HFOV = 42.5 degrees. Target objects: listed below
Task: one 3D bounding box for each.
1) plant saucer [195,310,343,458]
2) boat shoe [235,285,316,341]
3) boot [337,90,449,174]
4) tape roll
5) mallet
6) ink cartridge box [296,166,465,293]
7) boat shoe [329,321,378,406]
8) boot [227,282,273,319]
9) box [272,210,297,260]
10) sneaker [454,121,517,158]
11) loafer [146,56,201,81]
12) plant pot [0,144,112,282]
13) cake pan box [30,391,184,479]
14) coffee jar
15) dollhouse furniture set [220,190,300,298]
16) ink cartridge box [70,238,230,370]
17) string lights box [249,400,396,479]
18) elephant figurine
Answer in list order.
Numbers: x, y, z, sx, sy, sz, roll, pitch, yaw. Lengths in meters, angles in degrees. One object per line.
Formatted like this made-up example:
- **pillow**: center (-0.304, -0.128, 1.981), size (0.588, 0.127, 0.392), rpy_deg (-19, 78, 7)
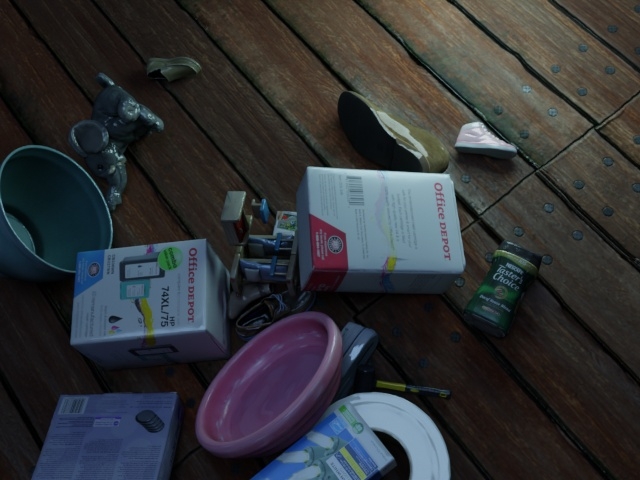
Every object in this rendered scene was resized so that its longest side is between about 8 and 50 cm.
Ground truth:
- **plant saucer**: center (-0.084, 0.279, 1.539), size (0.332, 0.084, 0.332), rpy_deg (-33, 24, 17)
- **boat shoe**: center (-0.091, 0.145, 1.689), size (0.183, 0.066, 0.066), rpy_deg (-34, 64, -6)
- **boot**: center (0.157, -0.232, 1.820), size (0.115, 0.112, 0.305), rpy_deg (-23, 55, -35)
- **tape roll**: center (0.099, 0.429, 1.512), size (0.286, 0.100, 0.286), rpy_deg (-3, 65, 7)
- **mallet**: center (0.158, 0.276, 1.597), size (0.189, 0.039, 0.063), rpy_deg (1, 102, 6)
- **ink cartridge box**: center (0.112, -0.016, 1.642), size (0.306, 0.131, 0.226), rpy_deg (3, 65, -14)
- **boat shoe**: center (0.026, 0.260, 1.622), size (0.075, 0.083, 0.226), rpy_deg (25, 60, 31)
- **boot**: center (-0.142, 0.113, 1.709), size (0.086, 0.042, 0.119), rpy_deg (-13, 37, 20)
- **box**: center (0.000, 0.000, 1.756), size (0.206, 0.036, 0.114), rpy_deg (5, 67, 12)
- **sneaker**: center (0.363, -0.221, 1.786), size (0.134, 0.051, 0.070), rpy_deg (10, 73, 18)
- **loafer**: center (-0.358, -0.411, 1.995), size (0.147, 0.056, 0.050), rpy_deg (4, 67, 22)
- **plant pot**: center (-0.623, -0.029, 1.764), size (0.196, 0.293, 0.293), rpy_deg (-27, 61, 27)
- **cake pan box**: center (-0.415, 0.412, 1.584), size (0.266, 0.070, 0.246), rpy_deg (-3, 43, 7)
- **coffee jar**: center (0.363, 0.092, 1.630), size (0.096, 0.079, 0.184), rpy_deg (25, 72, 19)
- **dollhouse furniture set**: center (-0.116, 0.011, 1.634), size (0.129, 0.184, 0.129), rpy_deg (1, 52, 10)
- **ink cartridge box**: center (-0.333, 0.133, 1.663), size (0.269, 0.197, 0.198), rpy_deg (-7, 65, 6)
- **string lights box**: center (-0.009, 0.418, 1.437), size (0.259, 0.077, 0.133), rpy_deg (-38, 67, -8)
- **elephant figurine**: center (-0.490, -0.223, 1.887), size (0.239, 0.169, 0.186), rpy_deg (-52, 38, 3)
